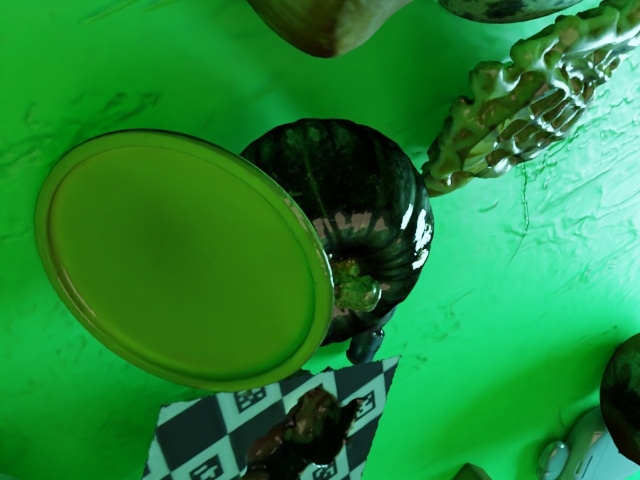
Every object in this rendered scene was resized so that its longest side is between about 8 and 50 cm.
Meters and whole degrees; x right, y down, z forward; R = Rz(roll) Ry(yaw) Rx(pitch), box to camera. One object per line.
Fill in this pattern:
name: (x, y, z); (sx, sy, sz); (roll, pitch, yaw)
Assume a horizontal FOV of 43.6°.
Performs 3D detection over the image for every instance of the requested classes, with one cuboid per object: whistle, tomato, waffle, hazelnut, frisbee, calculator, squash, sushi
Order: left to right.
frisbee: (-0.102, 0.022, 0.590); (0.236, 0.017, 0.236); (10, 127, 13)
sushi: (-0.075, 0.238, 0.777); (0.294, 0.059, 0.292); (-5, 119, -42)
squash: (-0.002, -0.003, 0.646); (0.193, 0.156, 0.193); (2, 145, 2)
hazelnut: (0.009, -0.206, 0.525); (0.150, 0.150, 0.150); (-17, 128, -22)
whistle: (0.066, 0.053, 0.809); (0.033, 0.033, 0.176); (2, 120, -34)
waffle: (0.188, -0.118, 0.700); (0.204, 0.054, 0.223); (-30, 162, -23)
calculator: (0.448, 0.315, 1.229); (0.299, 0.041, 0.185); (-7, 124, -31)
tomato: (0.475, 0.218, 1.067); (0.184, 0.208, 0.208); (-33, 133, -22)

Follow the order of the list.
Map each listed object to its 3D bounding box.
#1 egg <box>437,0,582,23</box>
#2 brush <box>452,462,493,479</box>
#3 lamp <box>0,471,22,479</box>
egg: (0.160, -0.234, 0.602); (0.172, 0.132, 0.132); (-36, 134, 9)
brush: (0.164, 0.424, 1.086); (0.233, 0.103, 0.047); (-50, 137, 9)
lamp: (-0.321, 0.265, 0.628); (0.209, 0.147, 0.284); (-46, 142, 0)
